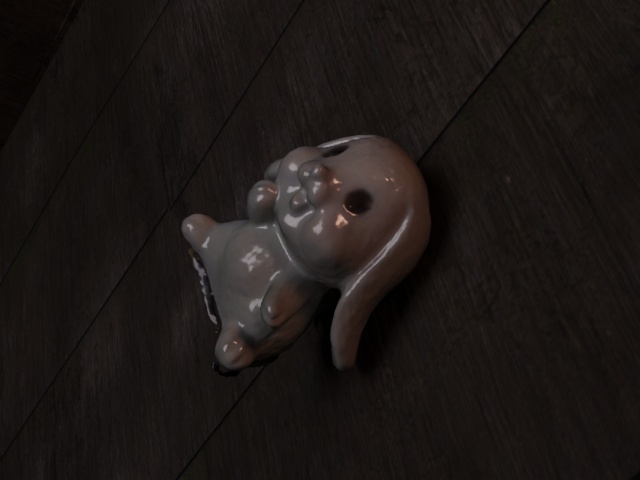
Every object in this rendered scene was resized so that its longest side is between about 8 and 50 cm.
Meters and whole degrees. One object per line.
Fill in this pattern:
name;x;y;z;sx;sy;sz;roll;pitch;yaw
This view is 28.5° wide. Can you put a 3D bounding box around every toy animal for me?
toy animal;-0.005;0.019;1.361;0.289;0.174;0.249;-16;72;43
